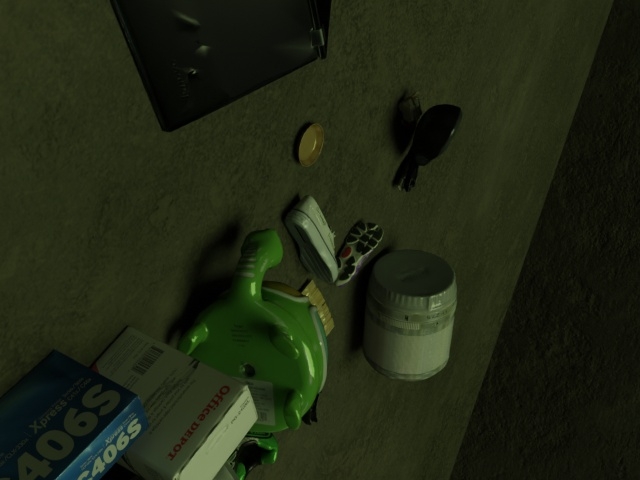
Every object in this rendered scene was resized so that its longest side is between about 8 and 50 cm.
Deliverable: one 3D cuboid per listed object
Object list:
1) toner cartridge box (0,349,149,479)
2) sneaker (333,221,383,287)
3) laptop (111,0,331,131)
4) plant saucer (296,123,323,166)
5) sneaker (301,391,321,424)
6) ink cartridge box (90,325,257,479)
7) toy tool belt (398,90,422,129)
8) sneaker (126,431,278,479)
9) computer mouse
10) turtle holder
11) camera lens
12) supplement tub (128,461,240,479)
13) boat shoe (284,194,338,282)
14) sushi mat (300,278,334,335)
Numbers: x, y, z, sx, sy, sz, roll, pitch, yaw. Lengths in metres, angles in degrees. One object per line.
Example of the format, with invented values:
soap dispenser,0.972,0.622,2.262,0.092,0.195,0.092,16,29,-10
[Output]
toner cartridge box,-0.399,0.305,1.081,0.348,0.165,0.075,-47,145,-37
sneaker,0.076,0.031,1.898,0.170,0.068,0.071,-51,165,-15
laptop,-0.129,-0.436,1.212,0.382,0.236,0.407,77,14,-49
plant saucer,-0.023,-0.181,1.594,0.083,0.015,0.083,-40,141,-43
sneaker,-0.030,0.309,1.850,0.051,0.089,0.170,-8,116,-60
ink cartridge box,-0.239,0.256,1.259,0.172,0.237,0.100,-51,148,-31
toy tool belt,0.209,-0.292,1.904,0.051,0.052,0.083,-48,148,-21
sneaker,-0.216,0.421,1.512,0.343,0.146,0.134,-36,138,-36
computer mouse,0.238,-0.230,1.918,0.188,0.072,0.272,-65,-175,-16
turtle holder,-0.113,0.164,1.485,0.320,0.243,0.227,60,26,-9
camera lens,0.216,0.188,2.076,0.219,0.219,0.274,-39,141,-45
supplement tub,-0.251,0.483,1.296,0.331,0.241,0.241,-36,145,-11
boat shoe,0.000,0.000,1.689,0.075,0.083,0.226,-56,150,-23
sushi mat,-0.078,0.235,1.752,0.316,0.019,0.151,-51,133,-33
